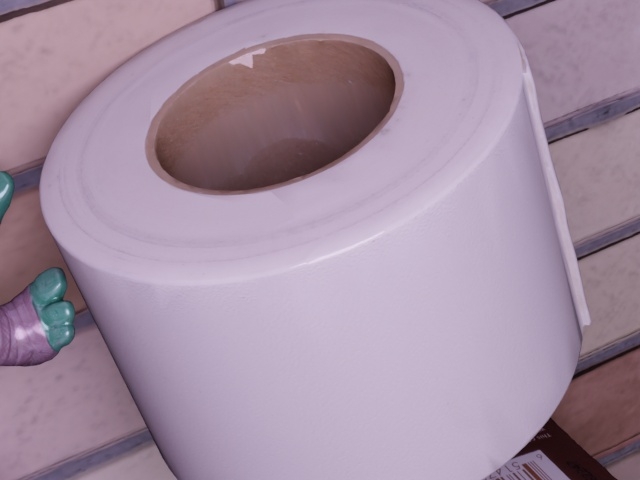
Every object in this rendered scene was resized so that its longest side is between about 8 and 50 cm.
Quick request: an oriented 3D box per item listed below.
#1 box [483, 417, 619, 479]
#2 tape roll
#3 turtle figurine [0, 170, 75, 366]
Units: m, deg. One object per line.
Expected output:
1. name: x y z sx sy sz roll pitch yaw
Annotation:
1. box: 0.094 0.233 1.010 0.168 0.167 0.203 -14 123 -24
2. tape roll: 0.000 0.000 0.772 0.246 0.246 0.169 -30 127 -13
3. turtle figurine: -0.232 0.018 0.689 0.118 0.175 0.234 -26 167 37
